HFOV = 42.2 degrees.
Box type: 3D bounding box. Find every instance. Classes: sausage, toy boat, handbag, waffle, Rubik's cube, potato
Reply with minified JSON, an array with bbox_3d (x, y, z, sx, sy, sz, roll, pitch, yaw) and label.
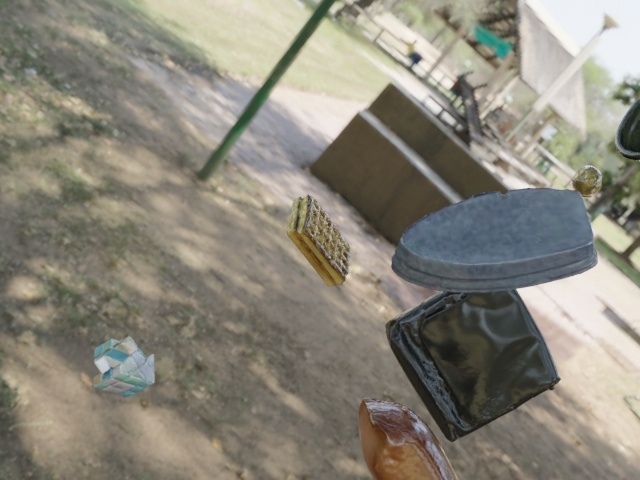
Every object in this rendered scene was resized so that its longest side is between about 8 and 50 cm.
[{"bbox_3d":[0.117,0.282,0.837,0.089,0.083,0.300,-83,150,-70],"label":"sausage"},{"bbox_3d":[0.237,0.004,1.144,0.078,0.282,0.127,78,5,-58],"label":"toy boat"},{"bbox_3d":[0.245,0.180,1.349,0.247,0.223,0.080,59,3,-16],"label":"handbag"},{"bbox_3d":[0.000,0.000,1.455,0.148,0.042,0.102,52,29,-33],"label":"waffle"},{"bbox_3d":[-0.274,0.167,1.145,0.084,0.075,0.073,51,26,-51],"label":"Rubik's cube"},{"bbox_3d":[0.401,-0.090,1.245,0.047,0.045,0.092,66,19,11],"label":"potato"}]

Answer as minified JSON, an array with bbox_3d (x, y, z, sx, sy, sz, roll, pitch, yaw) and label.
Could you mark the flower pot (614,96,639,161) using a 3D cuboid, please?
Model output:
[{"bbox_3d":[0.424,-0.116,0.922,0.107,0.157,0.157,44,13,-18],"label":"flower pot"}]
